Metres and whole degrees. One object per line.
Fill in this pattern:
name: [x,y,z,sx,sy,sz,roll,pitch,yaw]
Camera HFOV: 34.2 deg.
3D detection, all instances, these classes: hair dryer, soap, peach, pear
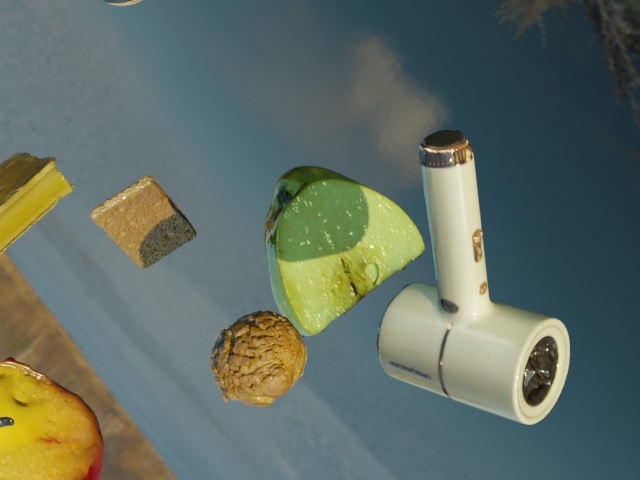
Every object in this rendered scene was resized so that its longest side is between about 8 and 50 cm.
hair dryer: [0.160,0.027,1.177,0.203,0.128,0.362,15,127,39]
soap: [-0.524,-0.047,1.678,0.135,0.233,0.076,10,136,43]
peach: [-0.494,0.313,1.565,0.281,0.281,0.338,34,166,48]
pear: [0.000,0.000,1.784,0.292,0.292,0.159,55,162,-16]

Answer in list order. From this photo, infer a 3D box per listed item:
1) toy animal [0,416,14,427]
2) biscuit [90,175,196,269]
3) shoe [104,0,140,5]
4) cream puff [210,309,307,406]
toy animal: [-0.472,0.267,1.211,0.148,0.232,0.085,32,127,15]
biscuit: [-0.309,-0.030,1.836,0.025,0.131,0.231,58,178,28]
shoe: [-0.307,-0.505,1.892,0.099,0.227,0.112,65,172,-11]
cream puff: [-0.091,0.160,1.434,0.103,0.144,0.126,30,-141,-52]
